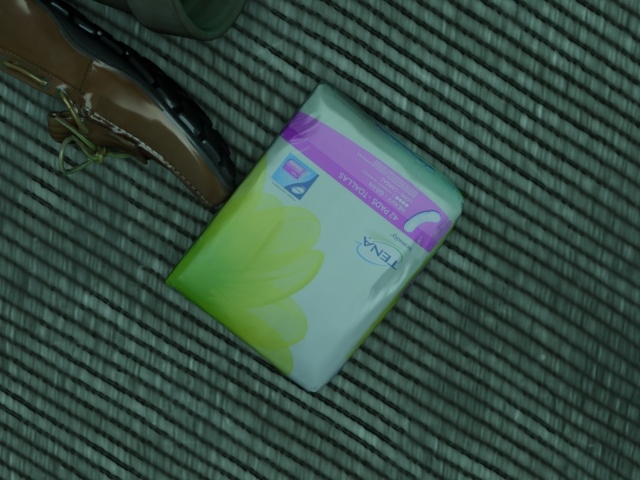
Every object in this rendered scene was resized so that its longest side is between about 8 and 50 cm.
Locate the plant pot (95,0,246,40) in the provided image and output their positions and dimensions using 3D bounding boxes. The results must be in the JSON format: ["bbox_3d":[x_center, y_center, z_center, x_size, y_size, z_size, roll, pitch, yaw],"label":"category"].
[{"bbox_3d":[-0.232,-0.387,1.702,0.280,0.323,0.323,9,101,15],"label":"plant pot"}]

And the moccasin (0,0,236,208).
[{"bbox_3d":[-0.260,-0.156,1.806,0.380,0.139,0.147,36,99,-6],"label":"moccasin"}]

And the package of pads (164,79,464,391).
[{"bbox_3d":[0.000,0.000,1.855,0.229,0.101,0.296,39,99,-5],"label":"package of pads"}]
